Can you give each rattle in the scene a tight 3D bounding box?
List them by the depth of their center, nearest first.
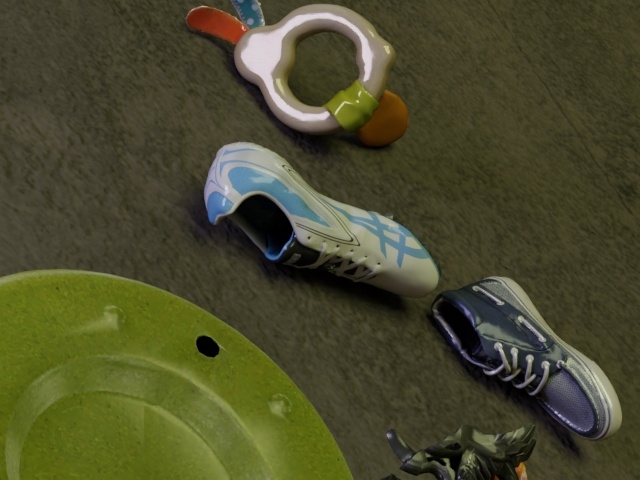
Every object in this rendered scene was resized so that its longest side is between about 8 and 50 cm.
[{"bbox_3d":[-0.016,-0.174,1.882,0.199,0.130,0.143,20,15,20],"label":"rattle"}]

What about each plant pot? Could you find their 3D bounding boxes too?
[{"bbox_3d":[-0.162,0.204,0.945,0.366,0.353,0.366,22,42,-21],"label":"plant pot"}]

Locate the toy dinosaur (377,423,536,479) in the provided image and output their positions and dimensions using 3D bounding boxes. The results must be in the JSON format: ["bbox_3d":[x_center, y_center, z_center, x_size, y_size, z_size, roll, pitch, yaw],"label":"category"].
[{"bbox_3d":[0.096,0.255,1.398,0.322,0.164,0.218,35,42,-50],"label":"toy dinosaur"}]

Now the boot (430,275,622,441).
[{"bbox_3d":[0.179,0.112,1.737,0.086,0.069,0.190,-13,50,-44],"label":"boot"}]

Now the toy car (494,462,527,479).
[{"bbox_3d":[0.144,0.206,1.596,0.060,0.040,0.122,37,31,-5],"label":"toy car"}]

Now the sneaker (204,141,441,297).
[{"bbox_3d":[0.000,0.000,1.681,0.237,0.085,0.086,28,60,-24],"label":"sneaker"}]
